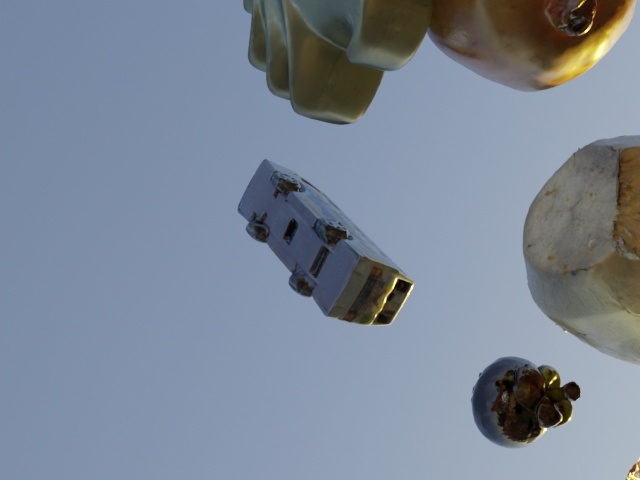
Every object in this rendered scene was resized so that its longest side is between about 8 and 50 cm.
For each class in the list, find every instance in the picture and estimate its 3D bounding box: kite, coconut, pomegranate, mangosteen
[{"bbox_3d":[0.518,0.432,1.857,0.125,0.008,0.222,2,-55,-42],"label":"kite"},{"bbox_3d":[0.519,0.021,1.742,0.360,0.346,0.346,29,-105,-30],"label":"coconut"},{"bbox_3d":[0.241,-0.288,1.266,0.252,0.270,0.229,31,-82,-32],"label":"pomegranate"},{"bbox_3d":[0.361,0.293,1.971,0.172,0.184,0.172,12,-90,-80],"label":"mangosteen"}]

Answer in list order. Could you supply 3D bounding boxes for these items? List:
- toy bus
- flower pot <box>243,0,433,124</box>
[{"bbox_3d":[0.000,0.000,1.576,0.136,0.330,0.109,17,-72,-34],"label":"toy bus"},{"bbox_3d":[0.012,-0.316,1.317,0.164,0.254,0.368,11,-125,-27],"label":"flower pot"}]
